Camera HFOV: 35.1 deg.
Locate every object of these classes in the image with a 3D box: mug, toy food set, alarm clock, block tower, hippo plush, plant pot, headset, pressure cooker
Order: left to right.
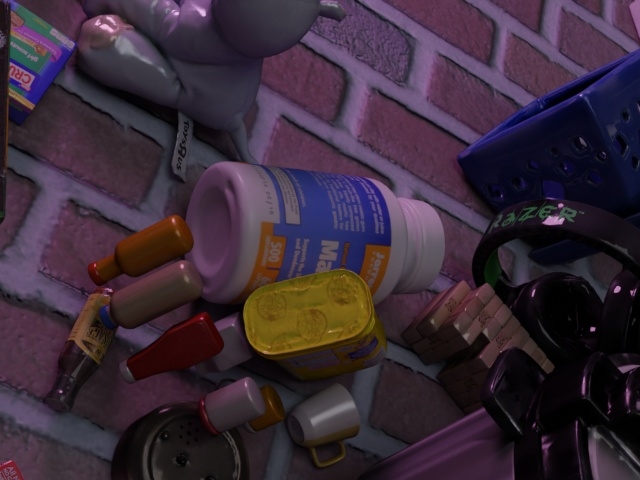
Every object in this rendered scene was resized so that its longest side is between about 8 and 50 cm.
[{"bbox_3d":[-0.134,0.105,0.976,0.232,0.104,0.111,62,10,-13],"label":"toy food set"},{"bbox_3d":[-0.125,0.210,1.000,0.129,0.064,0.192,41,49,-10],"label":"alarm clock"},{"bbox_3d":[-0.123,-0.245,1.104,0.234,0.236,0.294,4,66,-33],"label":"hippo plush"},{"bbox_3d":[0.003,0.200,1.090,0.064,0.062,0.078,-17,71,-30],"label":"mug"},{"bbox_3d":[0.249,0.206,1.230,0.335,0.091,0.097,49,51,-3],"label":"block tower"},{"bbox_3d":[0.251,0.313,0.932,0.370,0.420,0.375,18,48,-37],"label":"pressure cooker"},{"bbox_3d":[0.372,-0.107,1.381,0.236,0.236,0.212,-36,97,-40],"label":"plant pot"},{"bbox_3d":[0.358,0.087,1.279,0.394,0.243,0.185,54,51,-28],"label":"headset"}]

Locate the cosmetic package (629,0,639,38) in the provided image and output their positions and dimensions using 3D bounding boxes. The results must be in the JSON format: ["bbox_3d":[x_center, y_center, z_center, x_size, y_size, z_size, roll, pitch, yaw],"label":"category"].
[{"bbox_3d":[0.630,-0.322,1.744,0.117,0.085,0.231,0,69,-34],"label":"cosmetic package"}]

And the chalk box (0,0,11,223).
[{"bbox_3d":[-0.385,-0.066,0.884,0.180,0.179,0.289,10,64,-31],"label":"chalk box"}]

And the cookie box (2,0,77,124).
[{"bbox_3d":[-0.325,-0.190,1.070,0.092,0.040,0.107,34,54,-17],"label":"cookie box"}]

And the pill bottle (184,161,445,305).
[{"bbox_3d":[0.000,0.000,1.122,0.272,0.152,0.152,5,66,-32],"label":"pill bottle"}]

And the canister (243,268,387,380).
[{"bbox_3d":[0.001,0.093,1.047,0.126,0.170,0.073,-13,70,6],"label":"canister"}]

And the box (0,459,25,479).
[{"bbox_3d":[-0.257,0.325,0.810,0.123,0.128,0.257,-25,82,-39],"label":"box"}]

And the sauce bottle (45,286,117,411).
[{"bbox_3d":[-0.230,0.107,0.990,0.042,0.042,0.128,30,55,-18],"label":"sauce bottle"}]
